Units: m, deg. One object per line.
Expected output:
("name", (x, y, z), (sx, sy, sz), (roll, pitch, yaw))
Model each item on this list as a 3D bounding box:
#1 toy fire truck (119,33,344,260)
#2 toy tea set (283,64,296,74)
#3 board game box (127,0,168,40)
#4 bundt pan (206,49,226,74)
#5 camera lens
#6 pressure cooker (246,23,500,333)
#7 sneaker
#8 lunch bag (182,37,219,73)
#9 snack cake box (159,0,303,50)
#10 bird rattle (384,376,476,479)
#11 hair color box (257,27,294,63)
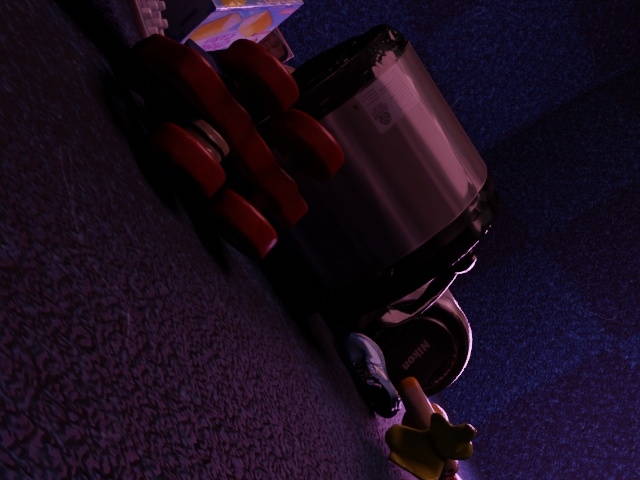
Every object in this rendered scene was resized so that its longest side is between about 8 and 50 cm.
("toy fire truck", (-0.137, -0.132, 1.216), (0.254, 0.169, 0.302), (28, -17, 42))
("toy tea set", (-0.187, -0.403, 2.562), (0.200, 0.124, 0.336), (26, 17, 15))
("board game box", (-0.236, -0.426, 1.308), (0.390, 0.050, 0.390), (80, -2, -61))
("bundt pan", (-0.179, -0.342, 2.136), (0.331, 0.124, 0.331), (59, 5, -9))
("camera lens", (0.152, 0.155, 1.889), (0.219, 0.219, 0.274), (57, 5, -20))
("pressure cooker", (0.070, -0.075, 1.575), (0.420, 0.370, 0.375), (54, 9, -14))
("sneaker", (0.087, 0.230, 1.711), (0.162, 0.063, 0.073), (59, 8, 5))
("lunch bag", (-0.224, -0.298, 1.740), (0.067, 0.065, 0.098), (37, 17, -33))
("snack cake box", (-0.174, -0.424, 1.845), (0.264, 0.152, 0.089), (-22, 80, -53))
("bird rattle", (0.197, 0.335, 1.675), (0.253, 0.143, 0.207), (53, 11, -53))
("hair color box", (-0.121, -0.434, 2.126), (0.141, 0.072, 0.043), (58, 4, -9))
